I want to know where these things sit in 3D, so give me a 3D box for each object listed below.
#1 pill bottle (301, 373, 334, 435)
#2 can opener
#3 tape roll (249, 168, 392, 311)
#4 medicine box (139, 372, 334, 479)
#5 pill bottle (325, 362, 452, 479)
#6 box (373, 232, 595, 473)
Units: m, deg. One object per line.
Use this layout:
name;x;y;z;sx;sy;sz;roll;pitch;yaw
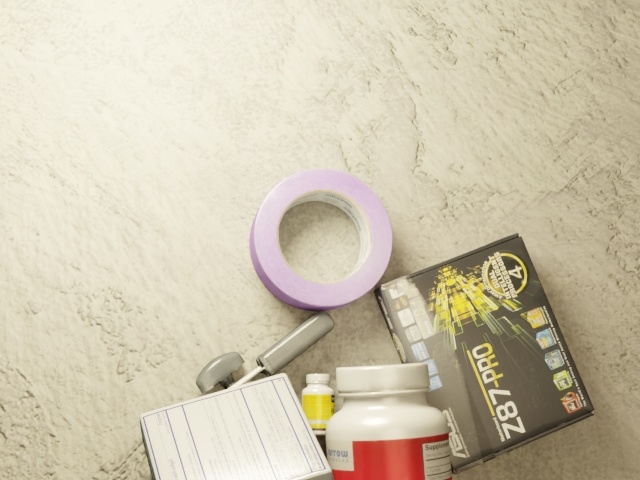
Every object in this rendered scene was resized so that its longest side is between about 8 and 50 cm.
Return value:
pill bottle;-0.005;0.318;1.890;0.065;0.065;0.116;2;80;-11
can opener;-0.108;0.214;1.885;0.283;0.076;0.095;-37;89;-16
tape roll;0.000;0.000;1.939;0.275;0.090;0.274;2;78;-10
medicine box;-0.150;0.405;1.733;0.289;0.263;0.149;-15;127;-12
pill bottle;0.127;0.434;1.799;0.229;0.229;0.407;-2;83;-11
box;0.324;0.221;1.956;0.318;0.097;0.395;-19;84;-10
